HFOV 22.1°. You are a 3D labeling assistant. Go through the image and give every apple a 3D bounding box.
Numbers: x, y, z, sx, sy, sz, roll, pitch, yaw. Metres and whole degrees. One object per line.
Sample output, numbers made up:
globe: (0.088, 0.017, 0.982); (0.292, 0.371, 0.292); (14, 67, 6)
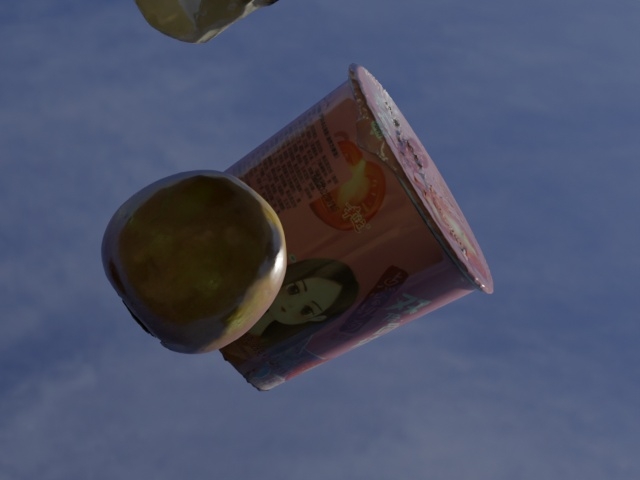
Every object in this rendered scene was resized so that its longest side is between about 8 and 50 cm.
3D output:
apple: (-0.069, 0.013, 0.957); (0.102, 0.114, 0.099); (-40, -120, -4)

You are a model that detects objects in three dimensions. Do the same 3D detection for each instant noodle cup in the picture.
instant noodle cup: (0.000, 0.000, 1.482); (0.231, 0.243, 0.243); (-32, -125, 10)

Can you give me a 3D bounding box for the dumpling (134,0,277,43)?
dumpling: (-0.055, -0.288, 0.965); (0.187, 0.318, 0.243); (-3, -140, -12)
